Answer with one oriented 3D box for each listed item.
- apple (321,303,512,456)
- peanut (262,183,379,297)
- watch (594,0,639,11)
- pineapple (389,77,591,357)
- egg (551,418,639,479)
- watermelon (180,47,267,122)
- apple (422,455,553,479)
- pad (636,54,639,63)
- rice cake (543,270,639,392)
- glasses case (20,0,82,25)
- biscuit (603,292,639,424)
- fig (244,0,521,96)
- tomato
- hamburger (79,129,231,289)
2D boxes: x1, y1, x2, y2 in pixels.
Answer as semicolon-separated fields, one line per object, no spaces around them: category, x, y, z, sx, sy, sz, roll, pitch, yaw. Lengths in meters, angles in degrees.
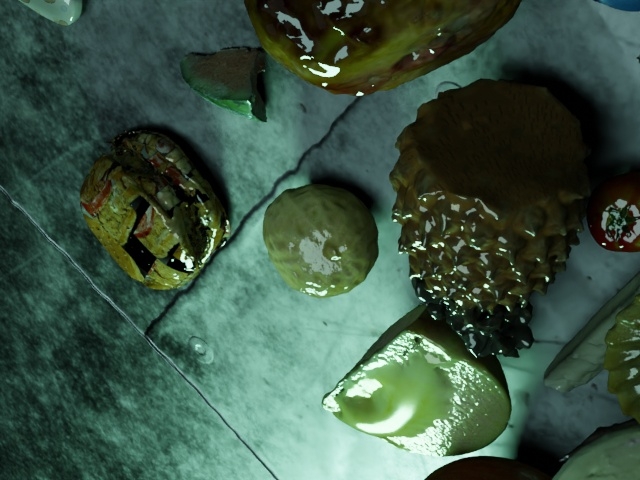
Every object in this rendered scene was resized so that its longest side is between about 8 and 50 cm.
apple;0.142;0.177;1.821;0.193;0.120;0.265;35;143;-5
peanut;0.000;0.000;1.809;0.159;0.109;0.140;-5;117;45
watch;0.293;-0.283;1.246;0.196;0.200;0.171;53;146;-5
pineapple;0.178;0.009;1.605;0.223;0.223;0.357;28;147;22
egg;0.388;0.374;1.592;0.337;0.201;0.337;0;106;0
watermelon;-0.114;-0.191;1.814;0.155;0.080;0.101;11;162;32
apple;0.213;0.422;1.819;0.301;0.301;0.301;23;133;27
pad;0.458;-0.179;1.154;0.247;0.007;0.367;31;141;-12
rice cake;0.320;0.100;1.623;0.052;0.057;0.256;50;147;13
glasses case;-0.380;-0.342;1.927;0.164;0.041;0.063;36;138;15
biscuit;0.407;0.102;1.509;0.273;0.036;0.187;-21;120;30
fig;0.040;-0.335;1.457;0.286;0.286;0.369;-40;61;49
tomato;0.323;-0.030;1.536;0.087;0.075;0.087;12;112;31
hamburger;-0.233;-0.038;1.991;0.231;0.107;0.231;27;142;23
